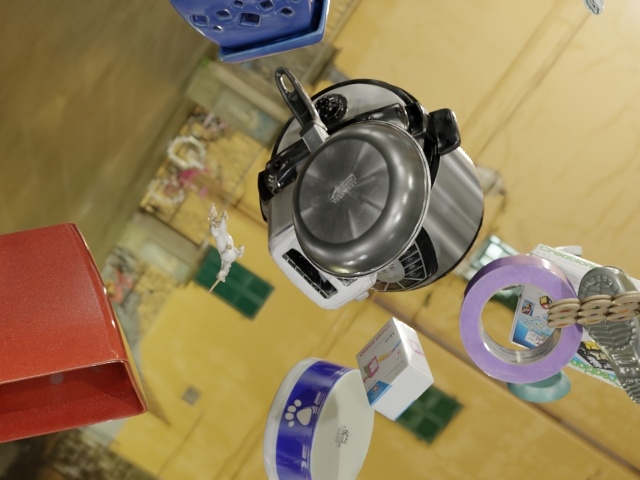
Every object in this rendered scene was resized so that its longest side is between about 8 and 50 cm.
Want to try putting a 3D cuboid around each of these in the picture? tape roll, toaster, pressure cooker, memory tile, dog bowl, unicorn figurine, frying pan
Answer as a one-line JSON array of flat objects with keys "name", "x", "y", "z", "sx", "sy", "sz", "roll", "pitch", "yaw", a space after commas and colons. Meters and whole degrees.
[{"name": "tape roll", "x": 0.310, "y": 0.121, "z": 1.775, "sx": 0.189, "sy": 0.189, "sz": 0.080, "roll": -55, "pitch": 180, "yaw": 13}, {"name": "toaster", "x": 0.000, "y": 0.000, "z": 1.795, "sx": 0.129, "sy": 0.227, "sz": 0.146, "roll": -34, "pitch": -153, "yaw": 19}, {"name": "pressure cooker", "x": 0.097, "y": -0.117, "z": 2.297, "sx": 0.370, "sy": 0.375, "sz": 0.420, "roll": -58, "pitch": 144, "yaw": -5}, {"name": "memory tile", "x": 0.347, "y": 0.083, "z": 1.373, "sx": 0.113, "sy": 0.148, "sz": 0.012, "roll": 66, "pitch": 17, "yaw": -71}, {"name": "dog bowl", "x": 0.001, "y": 0.364, "z": 2.196, "sx": 0.265, "sy": 0.104, "sz": 0.265, "roll": -30, "pitch": 126, "yaw": -55}, {"name": "unicorn figurine", "x": -0.195, "y": 0.012, "z": 2.311, "sx": 0.111, "sy": 0.060, "sz": 0.162, "roll": 137, "pitch": -52, "yaw": -65}, {"name": "frying pan", "x": 0.031, "y": -0.112, "z": 1.392, "sx": 0.197, "sy": 0.053, "sz": 0.326, "roll": -21, "pitch": -114, "yaw": 29}]

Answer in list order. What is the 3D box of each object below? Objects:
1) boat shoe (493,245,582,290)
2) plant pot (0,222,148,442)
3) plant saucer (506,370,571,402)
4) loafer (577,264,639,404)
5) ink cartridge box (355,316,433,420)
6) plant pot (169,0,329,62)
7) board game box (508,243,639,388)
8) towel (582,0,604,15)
[{"name": "boat shoe", "x": 0.427, "y": 0.054, "z": 2.229, "sx": 0.219, "sy": 0.070, "sz": 0.077, "roll": -10, "pitch": 179, "yaw": -32}, {"name": "plant pot", "x": -0.409, "y": 0.126, "z": 1.627, "sx": 0.267, "sy": 0.267, "sz": 0.236, "roll": 94, "pitch": -16, "yaw": -66}, {"name": "plant saucer", "x": 0.407, "y": 0.259, "z": 2.130, "sx": 0.119, "sy": 0.119, "sz": 0.021, "roll": -62, "pitch": 153, "yaw": -57}, {"name": "loafer", "x": 0.460, "y": 0.132, "z": 1.694, "sx": 0.094, "sy": 0.251, "sz": 0.087, "roll": -4, "pitch": -147, "yaw": 44}, {"name": "ink cartridge box", "x": 0.104, "y": 0.182, "z": 1.637, "sx": 0.088, "sy": 0.052, "sz": 0.122, "roll": -48, "pitch": -155, "yaw": 18}, {"name": "plant pot", "x": -0.107, "y": -0.451, "z": 1.981, "sx": 0.236, "sy": 0.212, "sz": 0.236, "roll": -11, "pitch": -131, "yaw": 19}, {"name": "board game box", "x": 0.496, "y": 0.148, "z": 2.009, "sx": 0.053, "sy": 0.305, "sz": 0.193, "roll": -34, "pitch": 140, "yaw": -51}, {"name": "towel", "x": 0.344, "y": -0.373, "z": 1.501, "sx": 0.023, "sy": 0.113, "sz": 0.152, "roll": -20, "pitch": -151, "yaw": 30}]
